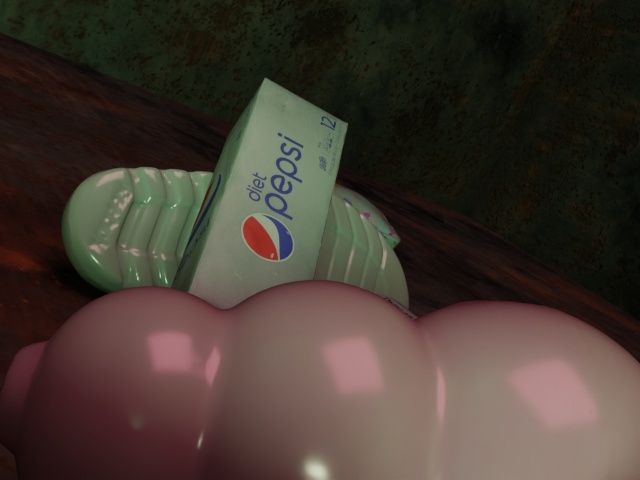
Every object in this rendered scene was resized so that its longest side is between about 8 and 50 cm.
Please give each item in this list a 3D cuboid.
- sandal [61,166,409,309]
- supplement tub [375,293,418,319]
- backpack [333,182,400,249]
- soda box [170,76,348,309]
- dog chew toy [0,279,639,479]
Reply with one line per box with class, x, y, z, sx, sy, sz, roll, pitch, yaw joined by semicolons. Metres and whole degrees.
sandal;-0.076;0.015;0.864;0.416;0.169;0.102;18;-24;-36
supplement tub;0.077;0.132;0.643;0.117;0.117;0.190;15;14;-42
backpack;0.000;0.000;1.036;0.188;0.144;0.166;20;17;-13
soda box;-0.055;-0.014;0.723;0.098;0.091;0.286;27;44;-15
dog chew toy;0.011;0.112;0.412;0.331;0.207;0.206;15;12;-10
